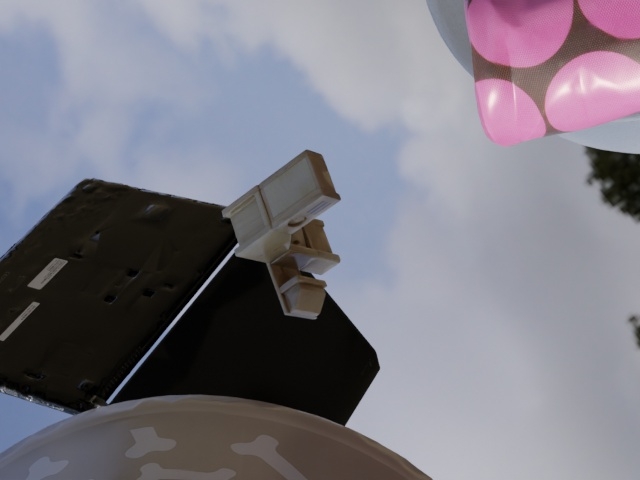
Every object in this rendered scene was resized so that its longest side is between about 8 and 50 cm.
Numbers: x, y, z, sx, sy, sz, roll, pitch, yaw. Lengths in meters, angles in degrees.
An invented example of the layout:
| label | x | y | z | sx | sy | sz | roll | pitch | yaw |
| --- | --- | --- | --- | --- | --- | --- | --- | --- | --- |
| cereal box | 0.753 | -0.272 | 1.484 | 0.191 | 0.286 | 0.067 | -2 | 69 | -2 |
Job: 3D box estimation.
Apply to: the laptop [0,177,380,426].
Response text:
| label | x | y | z | sx | sy | sz | roll | pitch | yaw |
| --- | --- | --- | --- | --- | --- | --- | --- | --- | --- |
| laptop | -0.123 | 0.088 | 0.952 | 0.234 | 0.264 | 0.136 | -53 | -34 | -44 |

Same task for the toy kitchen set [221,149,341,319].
| label | x | y | z | sx | sy | sz | roll | pitch | yaw |
| --- | --- | --- | --- | --- | --- | --- | --- | --- | --- |
| toy kitchen set | 0.000 | 0.000 | 0.776 | 0.083 | 0.075 | 0.068 | 14 | -131 | -51 |

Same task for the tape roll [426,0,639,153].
| label | x | y | z | sx | sy | sz | roll | pitch | yaw |
| --- | --- | --- | --- | --- | --- | --- | --- | --- | --- |
| tape roll | 0.243 | -0.249 | 0.858 | 0.072 | 0.392 | 0.392 | 24 | -146 | -48 |

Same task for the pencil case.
| label | x | y | z | sx | sy | sz | roll | pitch | yaw |
| --- | --- | --- | --- | --- | --- | --- | --- | --- | --- |
| pencil case | 0.170 | -0.108 | 0.576 | 0.098 | 0.209 | 0.095 | -22 | -78 | -65 |

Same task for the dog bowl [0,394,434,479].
| label | x | y | z | sx | sy | sz | roll | pitch | yaw |
| --- | --- | --- | --- | --- | --- | --- | --- | --- | --- |
| dog bowl | -0.058 | 0.253 | 0.595 | 0.349 | 0.349 | 0.102 | 47 | -176 | -7 |
